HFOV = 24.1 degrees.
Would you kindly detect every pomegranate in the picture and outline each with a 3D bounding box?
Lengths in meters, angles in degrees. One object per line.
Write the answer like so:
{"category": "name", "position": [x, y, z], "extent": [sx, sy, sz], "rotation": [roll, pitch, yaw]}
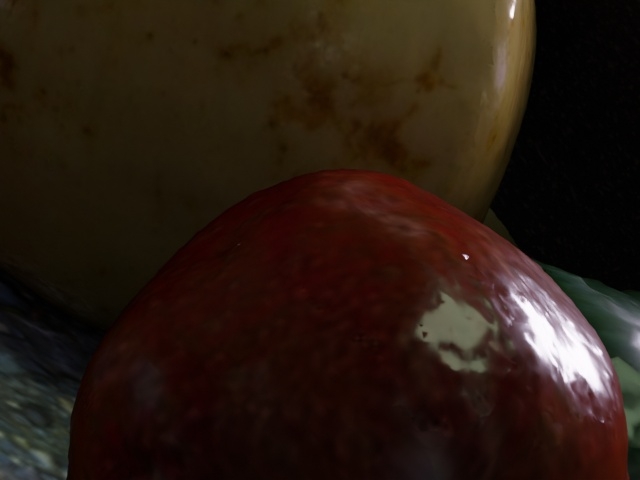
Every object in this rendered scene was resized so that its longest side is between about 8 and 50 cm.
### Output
{"category": "pomegranate", "position": [-0.043, -0.115, 0.752], "extent": [0.342, 0.342, 0.342], "rotation": [31, 11, -6]}

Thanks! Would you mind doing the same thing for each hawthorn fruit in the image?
{"category": "hawthorn fruit", "position": [0.012, 0.065, 0.495], "extent": [0.185, 0.185, 0.202], "rotation": [30, 30, -8]}

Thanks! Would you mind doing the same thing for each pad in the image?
{"category": "pad", "position": [0.134, -0.077, 0.834], "extent": [0.330, 0.004, 0.220], "rotation": [54, -31, -3]}

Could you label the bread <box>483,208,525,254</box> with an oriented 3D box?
{"category": "bread", "position": [0.063, -0.103, 1.184], "extent": [0.320, 0.237, 0.320], "rotation": [-24, 90, -88]}

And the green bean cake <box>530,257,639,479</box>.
{"category": "green bean cake", "position": [0.168, 0.126, 0.710], "extent": [0.308, 0.169, 0.300], "rotation": [29, 11, -10]}
